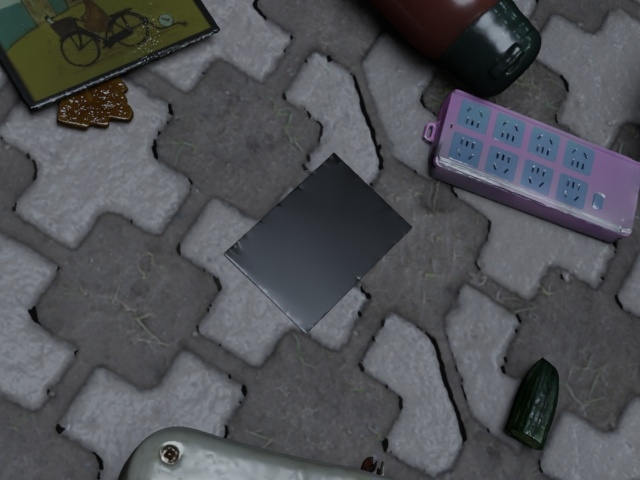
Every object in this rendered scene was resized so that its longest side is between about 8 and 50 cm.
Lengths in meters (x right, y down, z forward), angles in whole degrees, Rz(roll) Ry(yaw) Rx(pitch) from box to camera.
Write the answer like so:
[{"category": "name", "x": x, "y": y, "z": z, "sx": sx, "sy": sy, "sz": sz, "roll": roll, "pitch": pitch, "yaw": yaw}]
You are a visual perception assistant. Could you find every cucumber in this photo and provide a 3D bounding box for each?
[{"category": "cucumber", "x": 0.241, "y": 0.180, "z": 1.459, "sx": 0.048, "sy": 0.048, "sz": 0.105, "roll": 26, "pitch": 63, "yaw": -5}]

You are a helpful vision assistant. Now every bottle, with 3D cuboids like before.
[{"category": "bottle", "x": 0.119, "y": -0.314, "z": 1.561, "sx": 0.144, "sy": 0.144, "sz": 0.336, "roll": -41, "pitch": 86, "yaw": -25}]

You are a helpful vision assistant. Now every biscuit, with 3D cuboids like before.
[{"category": "biscuit", "x": -0.253, "y": -0.151, "z": 1.455, "sx": 0.092, "sy": 0.016, "sz": 0.082, "roll": -38, "pitch": 84, "yaw": -25}]

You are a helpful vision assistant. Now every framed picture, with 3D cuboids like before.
[{"category": "framed picture", "x": -0.300, "y": -0.321, "z": 1.501, "sx": 0.244, "sy": 0.013, "sz": 0.324, "roll": -28, "pitch": 77, "yaw": -24}]

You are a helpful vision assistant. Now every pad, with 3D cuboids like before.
[{"category": "pad", "x": 0.000, "y": 0.000, "z": 1.479, "sx": 0.127, "sy": 0.004, "sz": 0.190, "roll": 45, "pitch": 64, "yaw": 3}]

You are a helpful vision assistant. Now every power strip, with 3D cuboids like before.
[{"category": "power strip", "x": 0.257, "y": -0.087, "z": 1.570, "sx": 0.279, "sy": 0.037, "sz": 0.109, "roll": 20, "pitch": 65, "yaw": -8}]

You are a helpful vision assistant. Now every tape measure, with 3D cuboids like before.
[{"category": "tape measure", "x": -0.078, "y": 0.306, "z": 1.271, "sx": 0.258, "sy": 0.130, "sz": 0.265, "roll": 16, "pitch": 66, "yaw": -13}]
